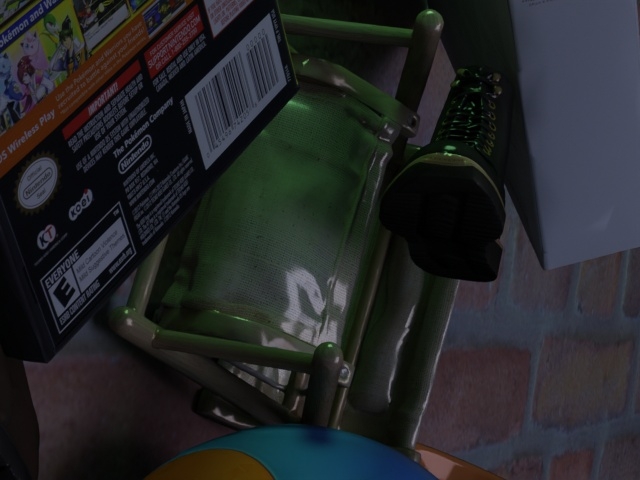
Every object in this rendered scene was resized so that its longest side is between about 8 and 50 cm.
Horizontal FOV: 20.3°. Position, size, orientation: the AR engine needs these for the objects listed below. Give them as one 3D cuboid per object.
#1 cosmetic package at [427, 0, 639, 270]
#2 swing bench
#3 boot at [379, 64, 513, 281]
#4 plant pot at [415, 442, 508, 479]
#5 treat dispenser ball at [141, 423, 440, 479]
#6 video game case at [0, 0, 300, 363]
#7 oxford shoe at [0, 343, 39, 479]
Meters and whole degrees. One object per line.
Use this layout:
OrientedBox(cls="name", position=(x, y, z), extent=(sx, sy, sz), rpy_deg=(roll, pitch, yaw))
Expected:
OrientedBox(cls="cosmetic package", position=(0.144, -0.205, 1.343), extent=(0.377, 0.097, 0.284), rpy_deg=(-106, -176, -51))
OrientedBox(cls="swing bench", position=(0.000, 0.000, 1.241), extent=(0.255, 0.165, 0.253), rpy_deg=(58, 44, -63))
OrientedBox(cls="boot", position=(0.086, -0.064, 1.113), extent=(0.198, 0.077, 0.137), rpy_deg=(78, 23, -75))
OrientedBox(cls="plant pot", position=(0.118, 0.311, 1.496), extent=(0.203, 0.291, 0.291), rpy_deg=(-66, 156, 4))
OrientedBox(cls="treat dispenser ball", position=(-0.019, 0.259, 1.116), extent=(0.288, 0.288, 0.288), rpy_deg=(8, 90, -66))
OrientedBox(cls="video game case", position=(-0.111, -0.117, 0.922), extent=(0.275, 0.035, 0.248), rpy_deg=(-51, 138, -44))
OrientedBox(cls="oxford shoe", position=(-0.201, 0.051, 0.922), extent=(0.096, 0.082, 0.227), rpy_deg=(-88, 169, -57))
